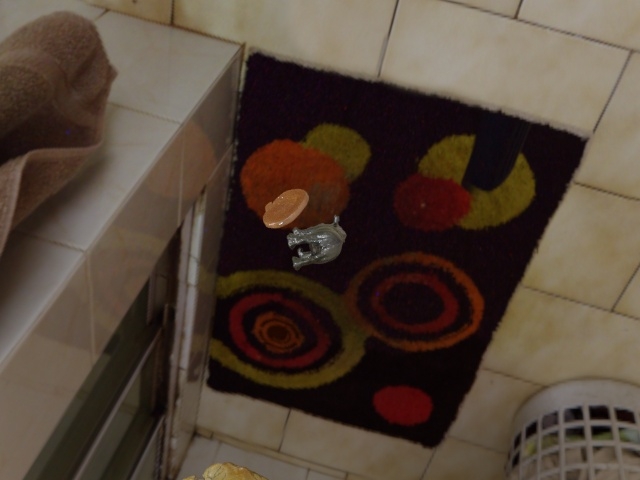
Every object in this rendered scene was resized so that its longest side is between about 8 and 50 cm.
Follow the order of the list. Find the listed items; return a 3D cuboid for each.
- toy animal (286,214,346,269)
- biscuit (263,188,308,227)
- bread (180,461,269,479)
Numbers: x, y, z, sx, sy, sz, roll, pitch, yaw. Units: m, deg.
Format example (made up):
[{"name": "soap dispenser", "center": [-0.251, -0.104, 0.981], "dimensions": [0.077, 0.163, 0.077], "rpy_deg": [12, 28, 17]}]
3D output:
[{"name": "toy animal", "center": [0.000, 0.000, 0.885], "dimensions": [0.065, 0.136, 0.047], "rpy_deg": [-15, 96, 5]}, {"name": "biscuit", "center": [-0.060, -0.052, 1.196], "dimensions": [0.078, 0.091, 0.015], "rpy_deg": [3, 134, 41]}, {"name": "bread", "center": [-0.163, 0.398, 0.979], "dimensions": [0.244, 0.244, 0.134], "rpy_deg": [-26, 95, 30]}]
